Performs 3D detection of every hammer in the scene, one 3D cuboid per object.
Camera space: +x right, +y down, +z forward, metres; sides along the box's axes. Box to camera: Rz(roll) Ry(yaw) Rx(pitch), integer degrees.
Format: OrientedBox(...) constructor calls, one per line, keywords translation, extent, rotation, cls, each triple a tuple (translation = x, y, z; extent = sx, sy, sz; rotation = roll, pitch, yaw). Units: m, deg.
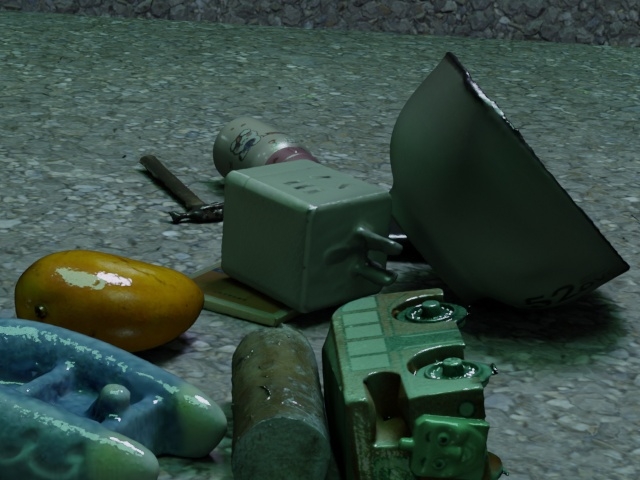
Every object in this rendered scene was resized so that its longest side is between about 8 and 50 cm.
OrientedBox(translation=(-0.216, -0.081, 2.212), extent=(0.125, 0.027, 0.297), rotation=(-5, 19, -25), cls="hammer")

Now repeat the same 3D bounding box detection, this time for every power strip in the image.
OrientedBox(translation=(0.000, 0.000, 1.761), extent=(0.140, 0.139, 0.224), rotation=(-11, 24, -39), cls="power strip")

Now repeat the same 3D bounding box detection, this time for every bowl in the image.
OrientedBox(translation=(0.201, -0.043, 1.815), extent=(0.185, 0.354, 0.354), rotation=(-40, 18, 7), cls="bowl")

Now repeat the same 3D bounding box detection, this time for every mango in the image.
OrientedBox(translation=(-0.226, 0.067, 1.605), extent=(0.219, 0.112, 0.145), rotation=(-1, 15, -29), cls="mango")

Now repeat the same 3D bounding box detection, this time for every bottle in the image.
OrientedBox(translation=(-0.070, -0.109, 2.191), extent=(0.110, 0.110, 0.233), rotation=(-5, 20, -26), cls="bottle")

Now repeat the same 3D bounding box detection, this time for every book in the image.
OrientedBox(translation=(-0.061, 0.050, 1.844), extent=(0.170, 0.018, 0.242), rotation=(14, 21, 28), cls="book")

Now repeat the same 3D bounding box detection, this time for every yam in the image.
OrientedBox(translation=(-0.042, 0.158, 1.400), extent=(0.093, 0.093, 0.259), rotation=(2, 18, -5), cls="yam")

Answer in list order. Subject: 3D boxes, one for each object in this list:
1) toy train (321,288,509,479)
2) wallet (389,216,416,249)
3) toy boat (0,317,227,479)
OrientedBox(translation=(0.083, 0.145, 1.394), extent=(0.159, 0.129, 0.326), rotation=(-5, 17, -1), cls="toy train")
OrientedBox(translation=(0.182, -0.011, 2.055), extent=(0.321, 0.044, 0.170), rotation=(0, 17, -2), cls="wallet")
OrientedBox(translation=(-0.258, 0.136, 1.369), extent=(0.330, 0.123, 0.215), rotation=(15, 22, 26), cls="toy boat")
